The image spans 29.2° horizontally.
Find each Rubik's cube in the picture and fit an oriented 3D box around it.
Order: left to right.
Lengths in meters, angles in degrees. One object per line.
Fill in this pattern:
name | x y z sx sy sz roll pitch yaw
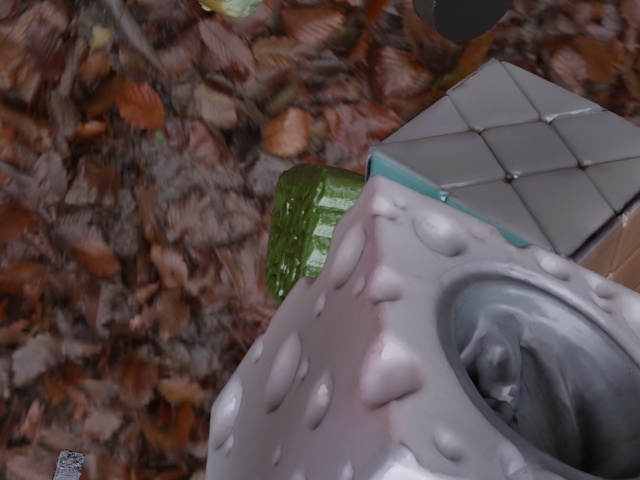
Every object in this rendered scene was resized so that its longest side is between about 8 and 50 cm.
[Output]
Rubik's cube | 0.188 -0.001 1.190 0.221 0.231 0.224 -37 147 -36

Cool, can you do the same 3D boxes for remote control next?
remote control | -0.362 0.342 1.728 0.039 0.014 0.096 19 84 -27

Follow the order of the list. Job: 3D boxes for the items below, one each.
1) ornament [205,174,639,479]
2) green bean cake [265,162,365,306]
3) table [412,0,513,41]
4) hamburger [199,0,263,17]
ornament | 0.081 0.152 0.751 0.239 0.239 0.239 23 124 -17
green bean cake | 0.000 0.000 1.774 0.125 0.248 0.222 8 97 -13
table | 0.175 -0.303 1.453 0.133 0.043 0.133 -24 139 -23
hamburger | -0.062 -0.295 0.922 0.168 0.288 0.192 -17 146 -30
